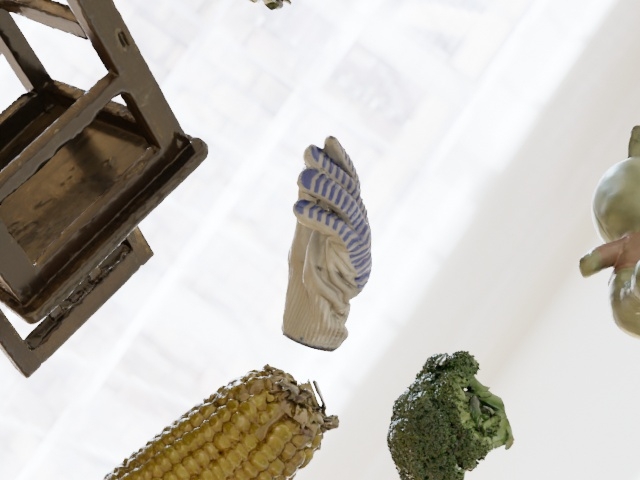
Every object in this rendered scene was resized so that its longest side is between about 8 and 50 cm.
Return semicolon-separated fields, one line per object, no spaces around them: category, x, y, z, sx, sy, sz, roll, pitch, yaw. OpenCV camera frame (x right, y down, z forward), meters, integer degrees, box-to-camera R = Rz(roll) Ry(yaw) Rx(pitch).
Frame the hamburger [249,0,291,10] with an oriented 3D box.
hamburger;-0.091;-0.376;1.877;0.206;0.130;0.183;80;-4;-65

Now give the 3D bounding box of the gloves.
gloves;0.005;0.003;1.699;0.097;0.229;0.119;-9;21;-28

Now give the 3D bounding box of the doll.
doll;0.330;0.002;1.616;0.154;0.113;0.275;15;40;-7

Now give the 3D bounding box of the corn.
corn;-0.127;0.219;1.397;0.115;0.318;0.115;51;-8;10

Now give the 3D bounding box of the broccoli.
broccoli;0.162;0.242;2.116;0.156;0.195;0.195;-12;28;-22

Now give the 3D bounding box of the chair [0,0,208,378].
chair;-0.221;-0.035;1.325;0.240;0.203;0.416;23;-28;43
